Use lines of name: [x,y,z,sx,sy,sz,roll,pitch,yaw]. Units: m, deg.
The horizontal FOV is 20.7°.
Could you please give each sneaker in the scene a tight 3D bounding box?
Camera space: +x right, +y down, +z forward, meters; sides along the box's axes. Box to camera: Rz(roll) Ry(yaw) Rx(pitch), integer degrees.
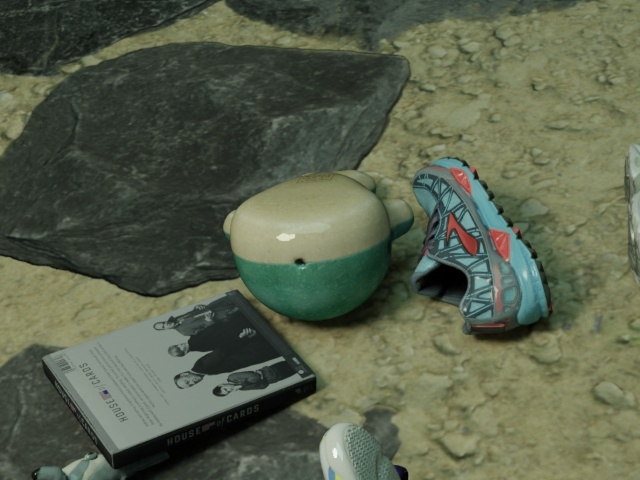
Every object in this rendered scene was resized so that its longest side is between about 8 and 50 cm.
sneaker: [0.391,-0.027,1.905,0.115,0.090,0.232,-1,42,8]
sneaker: [0.020,0.274,1.548,0.126,0.240,0.091,-13,20,25]
sneaker: [0.145,0.004,1.917,0.125,0.104,0.262,-23,41,-10]

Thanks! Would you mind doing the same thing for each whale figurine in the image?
whale figurine: [0.000,0.000,1.962,0.216,0.141,0.272,-5,17,9]

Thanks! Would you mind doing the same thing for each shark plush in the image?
shark plush: [-0.228,0.258,1.782,0.161,0.073,0.067,-18,56,-39]

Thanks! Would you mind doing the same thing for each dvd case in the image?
dvd case: [-0.151,0.142,1.859,0.238,0.030,0.179,-20,40,-24]

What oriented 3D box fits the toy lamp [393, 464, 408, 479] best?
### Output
toy lamp: [0.133,0.268,1.599,0.274,0.080,0.080,18,48,17]
